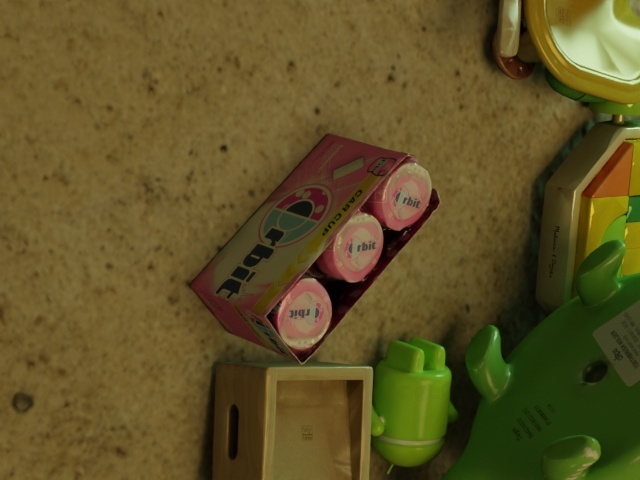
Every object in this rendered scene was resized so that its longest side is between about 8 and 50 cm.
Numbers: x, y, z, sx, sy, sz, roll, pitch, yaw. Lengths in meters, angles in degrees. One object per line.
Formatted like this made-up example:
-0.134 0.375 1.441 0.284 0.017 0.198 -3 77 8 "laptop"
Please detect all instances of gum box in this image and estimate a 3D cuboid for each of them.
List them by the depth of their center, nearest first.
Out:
0.000 0.000 1.512 0.188 0.107 0.062 -49 125 -17 "gum box"

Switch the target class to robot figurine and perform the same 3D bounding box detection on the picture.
0.078 0.144 1.632 0.101 0.067 0.115 -6 105 -41 "robot figurine"

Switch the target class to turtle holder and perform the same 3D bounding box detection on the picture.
0.254 0.186 1.603 0.320 0.243 0.227 -52 123 -19 "turtle holder"

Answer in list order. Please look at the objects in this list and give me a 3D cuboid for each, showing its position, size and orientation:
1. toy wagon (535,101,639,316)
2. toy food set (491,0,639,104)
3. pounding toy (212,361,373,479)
0.346 -0.010 1.793 0.344 0.068 0.267 -4 104 -36 "toy wagon"
0.205 -0.183 1.652 0.218 0.071 0.128 13 69 -40 "toy food set"
-0.040 0.170 1.546 0.130 0.100 0.141 3 89 -38 "pounding toy"
